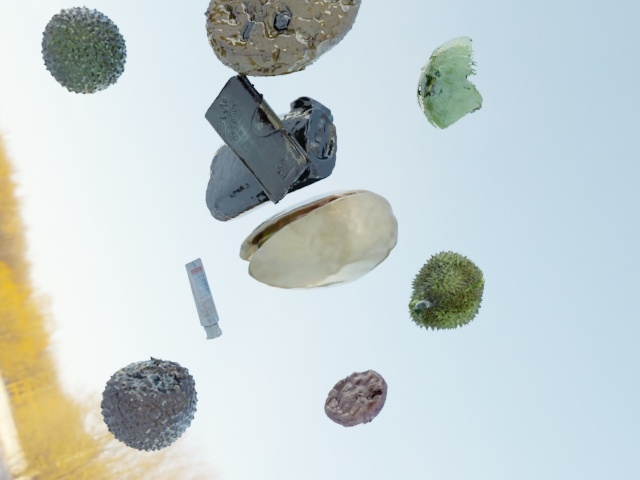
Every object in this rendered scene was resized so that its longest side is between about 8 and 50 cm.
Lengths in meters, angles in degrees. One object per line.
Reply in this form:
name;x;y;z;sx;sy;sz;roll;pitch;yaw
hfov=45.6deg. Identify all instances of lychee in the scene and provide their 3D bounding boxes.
lychee;-0.427;-0.349;1.383;0.171;0.171;0.171;43;-37;45
lychee;-0.322;0.315;1.443;0.188;0.188;0.188;43;-37;45

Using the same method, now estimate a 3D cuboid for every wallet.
wallet;-0.117;-0.186;1.371;0.232;0.031;0.122;52;-56;17

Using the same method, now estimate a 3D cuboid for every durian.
durian;0.275;0.121;1.685;0.159;0.198;0.146;37;-17;-18

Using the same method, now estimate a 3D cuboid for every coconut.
coconut;0.199;-0.242;1.204;0.133;0.055;0.158;57;-39;44

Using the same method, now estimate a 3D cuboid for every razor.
razor;-0.107;-0.154;1.504;0.326;0.107;0.189;-19;-123;44

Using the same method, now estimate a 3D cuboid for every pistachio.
pistachio;0.000;0.000;1.483;0.193;0.317;0.214;55;-29;39

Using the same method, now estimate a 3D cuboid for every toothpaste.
toothpaste;-0.339;0.170;2.218;0.057;0.089;0.234;-10;-81;24

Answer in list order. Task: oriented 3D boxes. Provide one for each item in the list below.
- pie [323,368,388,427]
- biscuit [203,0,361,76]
pie;0.079;0.344;1.657;0.038;0.153;0.153;53;-15;-28
biscuit;-0.069;-0.411;1.334;0.296;0.295;0.075;55;-3;32
